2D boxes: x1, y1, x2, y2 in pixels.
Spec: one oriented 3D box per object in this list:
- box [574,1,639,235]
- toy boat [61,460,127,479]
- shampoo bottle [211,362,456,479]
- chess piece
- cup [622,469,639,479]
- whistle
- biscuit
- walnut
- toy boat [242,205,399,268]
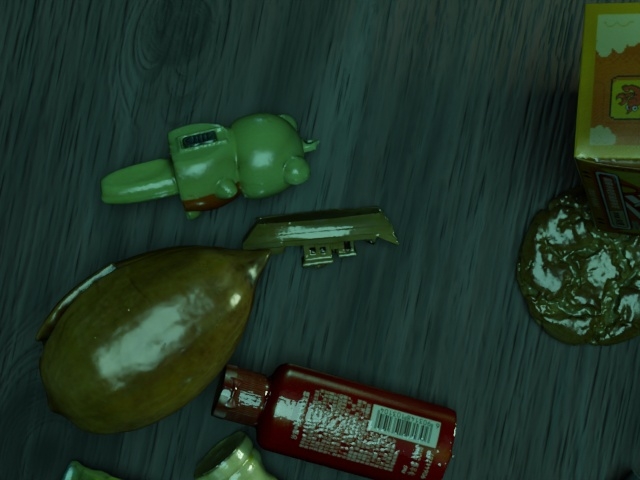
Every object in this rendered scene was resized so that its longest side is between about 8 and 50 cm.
[{"bbox_3d":[0.451,-0.136,1.688,0.259,0.283,0.214,1,73,17],"label":"box"},{"bbox_3d":[-0.221,0.383,1.823,0.276,0.084,0.111,28,92,-3],"label":"toy boat"},{"bbox_3d":[0.017,0.235,1.813,0.314,0.076,0.118,16,93,-9],"label":"shampoo bottle"},{"bbox_3d":[-0.072,0.352,1.835,0.090,0.090,0.200,-38,101,-1],"label":"chess piece"},{"bbox_3d":[0.418,0.361,1.849,0.077,0.078,0.100,-47,122,4],"label":"cup"},{"bbox_3d":[-0.140,-0.093,1.805,0.288,0.131,0.106,-15,133,-2],"label":"whistle"},{"bbox_3d":[0.368,0.033,1.856,0.225,0.042,0.226,0,89,-2],"label":"biscuit"},{"bbox_3d":[-0.199,0.110,1.765,0.336,0.209,0.209,-33,91,0],"label":"walnut"},{"bbox_3d":[0.000,0.000,1.838,0.206,0.064,0.072,-4,105,-1],"label":"toy boat"}]
